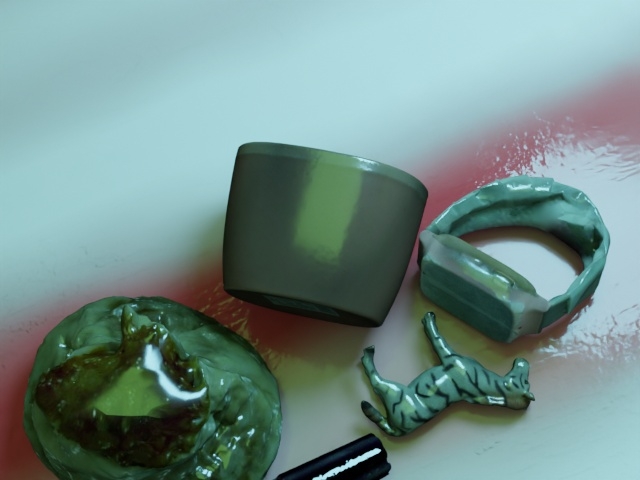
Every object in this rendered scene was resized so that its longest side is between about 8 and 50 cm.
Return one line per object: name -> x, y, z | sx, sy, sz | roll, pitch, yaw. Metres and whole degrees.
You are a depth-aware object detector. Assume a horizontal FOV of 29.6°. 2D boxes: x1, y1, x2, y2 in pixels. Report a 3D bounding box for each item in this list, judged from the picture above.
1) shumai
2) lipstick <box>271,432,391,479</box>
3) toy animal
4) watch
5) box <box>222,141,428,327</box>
shumai -> -0.259, 0.218, 1.699 | 0.398, 0.323, 0.324 | 25, 78, 12
lipstick -> -0.090, 0.387, 1.699 | 0.418, 0.077, 0.077 | -24, 70, -19
toy animal -> 0.178, 0.187, 1.785 | 0.255, 0.090, 0.170 | -14, 74, 5
watch -> 0.295, 0.010, 1.801 | 0.253, 0.161, 0.241 | 32, 70, 14
box -> 0.000, 0.000, 1.774 | 0.301, 0.301, 0.216 | 9, 80, 9
